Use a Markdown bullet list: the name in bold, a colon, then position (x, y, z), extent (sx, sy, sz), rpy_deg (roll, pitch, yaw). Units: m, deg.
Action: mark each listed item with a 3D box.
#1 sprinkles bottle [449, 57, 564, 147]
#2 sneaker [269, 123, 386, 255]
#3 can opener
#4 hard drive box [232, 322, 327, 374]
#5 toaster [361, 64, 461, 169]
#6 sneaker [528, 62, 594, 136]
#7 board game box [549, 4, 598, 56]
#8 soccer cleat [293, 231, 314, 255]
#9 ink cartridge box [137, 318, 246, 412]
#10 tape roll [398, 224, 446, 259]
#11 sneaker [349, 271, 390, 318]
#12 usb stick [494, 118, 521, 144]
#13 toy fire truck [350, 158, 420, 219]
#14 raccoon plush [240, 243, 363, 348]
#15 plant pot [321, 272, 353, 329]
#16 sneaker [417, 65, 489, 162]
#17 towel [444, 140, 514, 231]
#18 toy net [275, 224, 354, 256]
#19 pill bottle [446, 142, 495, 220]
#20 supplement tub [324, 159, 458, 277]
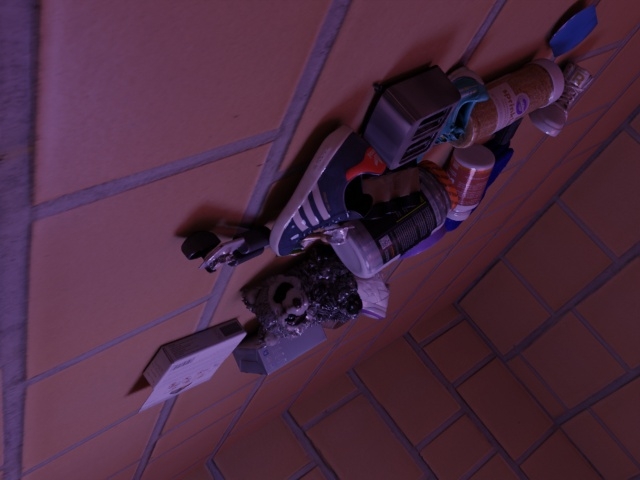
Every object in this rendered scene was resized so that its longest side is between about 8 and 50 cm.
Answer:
- **sprinkles bottle**: position (0.452, -0.344, 1.706), extent (0.355, 0.121, 0.121), rpy_deg (-29, 160, -28)
- **sneaker**: position (0.015, -0.065, 1.417), extent (0.131, 0.148, 0.350), rpy_deg (-52, 176, -49)
- **can opener**: position (-0.176, 0.005, 1.400), extent (0.074, 0.093, 0.280), rpy_deg (-43, 170, 18)
- **hard drive box**: position (-0.128, 0.313, 2.094), extent (0.232, 0.089, 0.181), rpy_deg (-27, -171, -32)
- **toaster**: position (0.180, -0.253, 1.412), extent (0.185, 0.110, 0.168), rpy_deg (-28, 158, -30)
- **sneaker**: position (0.692, -0.419, 1.961), extent (0.169, 0.108, 0.292), rpy_deg (-58, 180, 38)
- **board game box**: position (0.633, -0.538, 1.742), extent (0.133, 0.033, 0.168), rpy_deg (-39, 158, 16)
- **soccer cleat**: position (-0.046, 0.006, 1.734), extent (0.083, 0.029, 0.036), rpy_deg (-36, 154, -19)
- **ink cartridge box**: position (-0.359, 0.336, 1.864), extent (0.275, 0.060, 0.239), rpy_deg (-17, 153, -51)
- **tape roll**: position (0.264, -0.027, 1.991), extent (0.188, 0.080, 0.189), rpy_deg (-27, -165, 8)
- **sneaker**: position (0.118, 0.140, 2.201), extent (0.305, 0.114, 0.152), rpy_deg (34, 72, -44)
- **usb stick**: position (0.572, -0.373, 1.993), extent (0.077, 0.045, 0.278), rpy_deg (-35, 161, -19)
- **toy fire truck**: position (0.082, -0.104, 1.578), extent (0.246, 0.159, 0.217), rpy_deg (3, -165, 41)
- **raccoon plush**: position (-0.064, 0.199, 1.907), extent (0.299, 0.216, 0.446), rpy_deg (-25, 159, -15)
- **plant pot**: position (0.054, 0.222, 2.318), extent (0.237, 0.110, 0.237), rpy_deg (-35, 161, -14)
- **sneaker**: position (0.273, -0.265, 1.565), extent (0.107, 0.110, 0.275), rpy_deg (-20, 155, -46)
- **towel**: position (0.499, -0.170, 2.203), extent (0.227, 0.076, 0.308), rpy_deg (-43, 163, -37)
- **toy net**: position (0.000, 0.000, 1.611), extent (0.232, 0.045, 0.122), rpy_deg (-10, 179, 42)
- **pill bottle**: position (0.420, -0.167, 1.999), extent (0.121, 0.121, 0.216), rpy_deg (-27, 144, -34)
- **supplement tub**: position (0.183, -0.061, 1.746), extent (0.316, 0.194, 0.194), rpy_deg (-34, 161, -14)
